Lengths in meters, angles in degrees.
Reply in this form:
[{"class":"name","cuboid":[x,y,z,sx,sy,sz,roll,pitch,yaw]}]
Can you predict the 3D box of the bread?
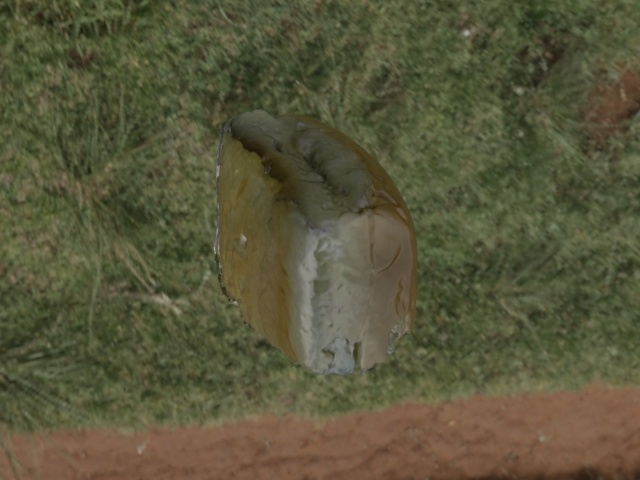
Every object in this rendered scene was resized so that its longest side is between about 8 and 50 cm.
[{"class":"bread","cuboid":[-0.001,-0.001,0.544,0.082,0.125,0.106,-9,126,-28]}]
